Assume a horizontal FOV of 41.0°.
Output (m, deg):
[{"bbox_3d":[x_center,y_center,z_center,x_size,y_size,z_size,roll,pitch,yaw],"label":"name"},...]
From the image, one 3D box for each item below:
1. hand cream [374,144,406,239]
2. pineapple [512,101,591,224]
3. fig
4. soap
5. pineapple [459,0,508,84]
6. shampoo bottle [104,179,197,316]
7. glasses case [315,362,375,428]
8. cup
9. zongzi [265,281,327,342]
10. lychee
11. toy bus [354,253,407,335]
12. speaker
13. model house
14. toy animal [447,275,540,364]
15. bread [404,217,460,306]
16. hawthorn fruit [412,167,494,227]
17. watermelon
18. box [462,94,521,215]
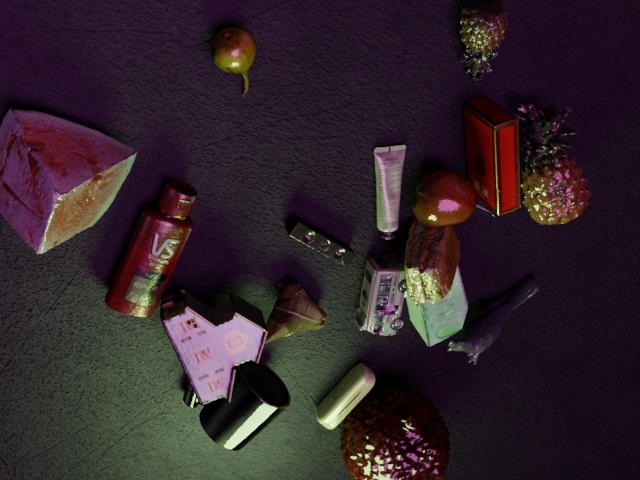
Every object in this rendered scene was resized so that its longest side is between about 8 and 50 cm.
[{"bbox_3d":[0.160,-0.113,2.014,0.080,0.050,0.234,-9,119,-18],"label":"hand cream"},{"bbox_3d":[0.547,-0.203,2.071,0.169,0.169,0.341,-27,119,-6],"label":"pineapple"},{"bbox_3d":[-0.176,-0.360,1.707,0.093,0.093,0.166,-18,165,-13],"label":"fig"},{"bbox_3d":[0.301,0.157,2.213,0.145,0.091,0.231,-26,126,-7],"label":"soap"},{"bbox_3d":[0.352,-0.433,1.870,0.108,0.108,0.198,-18,138,-13],"label":"pineapple"},{"bbox_3d":[-0.357,0.020,1.845,0.118,0.076,0.314,18,112,-28],"label":"shampoo bottle"},{"bbox_3d":[0.066,0.413,2.272,0.050,0.083,0.196,38,99,-22],"label":"glasses case"},{"bbox_3d":[-0.217,0.382,2.120,0.177,0.239,0.166,-49,168,17],"label":"cup"},{"bbox_3d":[-0.064,0.208,2.050,0.160,0.078,0.176,43,58,-36],"label":"zongzi"},{"bbox_3d":[0.197,0.541,2.292,0.305,0.306,0.330,-5,150,-21],"label":"lychee"},{"bbox_3d":[0.155,0.138,2.133,0.108,0.096,0.199,-1,118,-18],"label":"toy bus"},{"bbox_3d":[0.000,0.000,2.009,0.191,0.046,0.040,29,107,-36],"label":"speaker"},{"bbox_3d":[-0.224,0.213,1.951,0.206,0.178,0.271,-22,107,-1],"label":"model house"},{"bbox_3d":[0.441,0.245,2.301,0.367,0.081,0.206,-30,153,-33],"label":"toy animal"},{"bbox_3d":[0.267,0.047,2.061,0.102,0.196,0.138,-3,133,26],"label":"bread"},{"bbox_3d":[0.303,-0.107,2.008,0.189,0.149,0.149,-15,125,-6],"label":"hawthorn fruit"},{"bbox_3d":[-0.486,-0.105,1.635,0.261,0.201,0.213,10,124,-33],"label":"watermelon"},{"bbox_3d":[0.398,-0.198,1.994,0.074,0.153,0.240,-22,126,-15],"label":"box"}]
